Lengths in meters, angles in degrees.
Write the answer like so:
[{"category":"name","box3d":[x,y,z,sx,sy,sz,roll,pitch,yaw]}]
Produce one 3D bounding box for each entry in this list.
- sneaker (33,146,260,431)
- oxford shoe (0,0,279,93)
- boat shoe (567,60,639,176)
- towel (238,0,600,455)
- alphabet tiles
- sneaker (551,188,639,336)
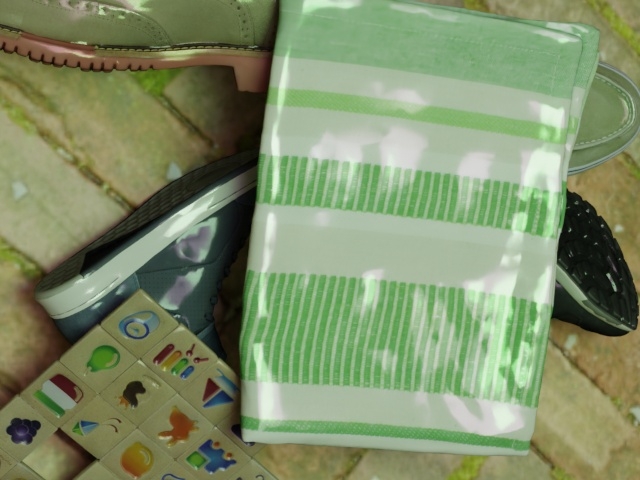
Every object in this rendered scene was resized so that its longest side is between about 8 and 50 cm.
[{"category":"sneaker","box3d":[-0.083,0.042,1.372,0.226,0.086,0.163,-37,107,-22]},{"category":"oxford shoe","box3d":[-0.122,-0.185,1.306,0.348,0.123,0.130,5,105,-15]},{"category":"boat shoe","box3d":[0.139,-0.101,1.468,0.302,0.094,0.109,-2,91,-25]},{"category":"towel","box3d":[0.069,-0.007,1.316,0.248,0.038,0.325,5,99,-21]},{"category":"alphabet tiles","box3d":[-0.120,0.170,1.337,0.198,0.009,0.237,-41,115,12]},{"category":"sneaker","box3d":[0.135,0.009,1.473,0.283,0.124,0.107,31,42,-34]}]
